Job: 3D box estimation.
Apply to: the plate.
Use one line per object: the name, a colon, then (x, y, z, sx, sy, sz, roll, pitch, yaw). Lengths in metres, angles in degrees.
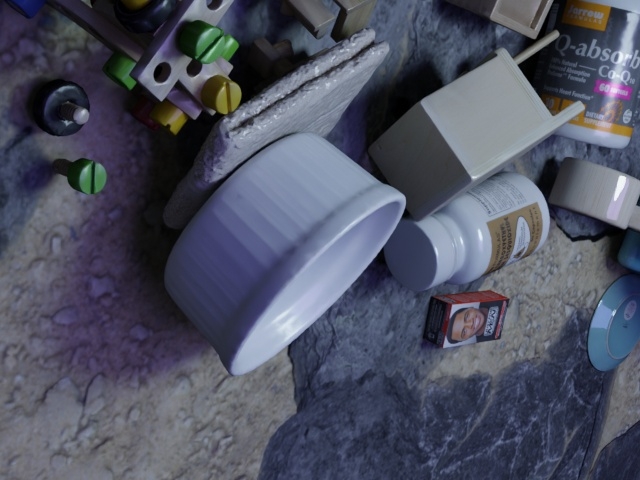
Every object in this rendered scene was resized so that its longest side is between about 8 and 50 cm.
plate: (0.549, 0.153, 2.149, 0.188, 0.024, 0.188, -19, 119, -38)

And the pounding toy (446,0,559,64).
pounding toy: (0.251, -0.318, 1.613, 0.181, 0.094, 0.206, 7, 110, -51)

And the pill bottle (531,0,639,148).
pill bottle: (0.405, -0.283, 1.723, 0.162, 0.162, 0.278, 2, 104, -46)

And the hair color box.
hair color box: (0.222, 0.118, 1.790, 0.141, 0.043, 0.072, -4, 109, -44)

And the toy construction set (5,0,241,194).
toy construction set: (-0.123, -0.209, 1.165, 0.309, 0.237, 0.257, -39, 130, -29)

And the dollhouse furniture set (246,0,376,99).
dollhouse furniture set: (-0.039, -0.253, 1.387, 0.144, 0.123, 0.151, -33, 162, -32)

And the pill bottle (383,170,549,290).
pill bottle: (0.203, -0.010, 1.654, 0.229, 0.131, 0.131, -20, 119, -39)

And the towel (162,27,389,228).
towel: (-0.050, -0.129, 1.325, 0.282, 0.049, 0.187, -37, 171, -39)

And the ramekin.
ramekin: (-0.046, 0.009, 1.330, 0.277, 0.135, 0.277, -43, 167, -12)

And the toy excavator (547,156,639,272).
toy excavator: (0.577, -0.013, 1.987, 0.433, 0.445, 0.222, -35, 144, -88)

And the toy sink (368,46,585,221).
toy sink: (0.204, -0.152, 1.556, 0.234, 0.153, 0.131, -32, 86, -30)
